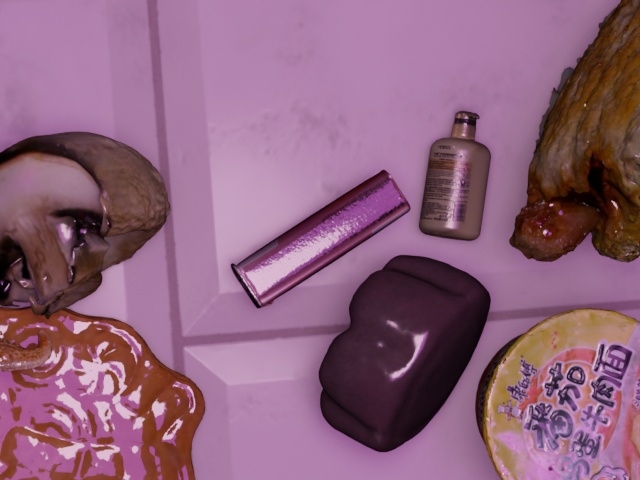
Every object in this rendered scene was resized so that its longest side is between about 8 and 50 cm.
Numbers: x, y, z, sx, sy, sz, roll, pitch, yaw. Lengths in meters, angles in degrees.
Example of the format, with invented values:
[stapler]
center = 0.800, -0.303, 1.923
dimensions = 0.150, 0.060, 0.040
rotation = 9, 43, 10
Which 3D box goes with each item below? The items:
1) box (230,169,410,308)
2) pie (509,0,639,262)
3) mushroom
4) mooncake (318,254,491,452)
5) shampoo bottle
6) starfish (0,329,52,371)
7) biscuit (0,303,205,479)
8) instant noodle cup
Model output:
[box]
center = 0.000, 0.000, 1.833
dimensions = 0.224, 0.120, 0.069
rotation = -32, 89, -4
[pie]
center = 0.408, -0.177, 1.720
dimensions = 0.180, 0.418, 0.395
rotation = 31, 52, -9
[mushroom]
center = -0.298, -0.037, 1.777
dimensions = 0.189, 0.164, 0.267
rotation = 53, 128, 11
[mooncake]
center = 0.099, 0.134, 1.787
dimensions = 0.133, 0.245, 0.245
rotation = 27, 86, 16
[shampoo bottle]
center = 0.173, -0.083, 1.873
dimensions = 0.079, 0.079, 0.162
rotation = 8, 87, -6
[starfish]
center = -0.480, 0.124, 1.743
dimensions = 0.327, 0.094, 0.375
rotation = 9, 80, 18
[biscuit]
center = -0.335, 0.264, 1.819
dimensions = 0.385, 0.062, 0.365
rotation = 15, 87, -6
[instant noodle cup]
center = 0.305, 0.212, 1.821
dimensions = 0.264, 0.200, 0.264
rotation = 0, 89, -6
